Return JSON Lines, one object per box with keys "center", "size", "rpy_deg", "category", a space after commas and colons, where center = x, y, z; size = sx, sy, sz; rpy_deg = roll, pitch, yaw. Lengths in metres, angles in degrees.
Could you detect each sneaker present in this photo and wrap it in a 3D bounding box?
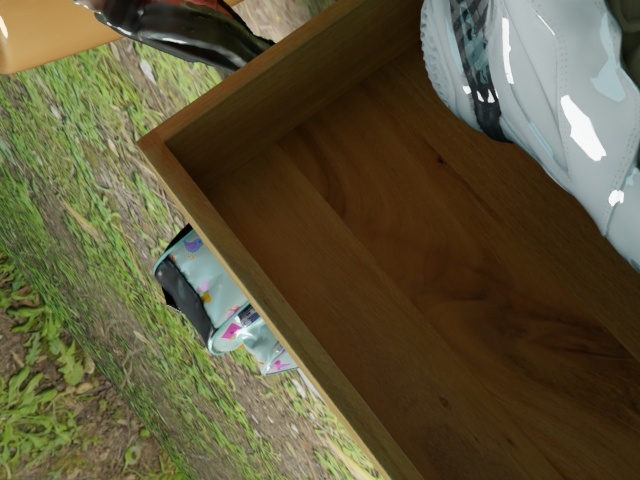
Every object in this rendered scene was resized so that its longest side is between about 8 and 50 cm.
{"center": [0.138, -0.113, 0.644], "size": [0.210, 0.137, 0.366], "rpy_deg": [46, 166, 26], "category": "sneaker"}

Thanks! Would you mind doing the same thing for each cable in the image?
{"center": [-0.050, -0.142, 1.056], "size": [0.287, 0.072, 0.139], "rpy_deg": [16, -173, -44], "category": "cable"}

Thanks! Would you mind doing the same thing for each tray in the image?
{"center": [0.089, 0.030, 0.834], "size": [0.411, 0.202, 0.076], "rpy_deg": [51, 173, 36], "category": "tray"}

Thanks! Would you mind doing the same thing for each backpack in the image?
{"center": [0.000, 0.000, 1.132], "size": [0.144, 0.188, 0.166], "rpy_deg": [47, -161, 19], "category": "backpack"}

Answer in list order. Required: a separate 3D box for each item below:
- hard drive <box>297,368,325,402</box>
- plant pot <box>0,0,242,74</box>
{"center": [0.005, 0.075, 1.427], "size": [0.233, 0.047, 0.353], "rpy_deg": [39, 165, 41], "category": "hard drive"}
{"center": [-0.198, -0.256, 1.161], "size": [0.291, 0.203, 0.291], "rpy_deg": [49, 163, 21], "category": "plant pot"}
